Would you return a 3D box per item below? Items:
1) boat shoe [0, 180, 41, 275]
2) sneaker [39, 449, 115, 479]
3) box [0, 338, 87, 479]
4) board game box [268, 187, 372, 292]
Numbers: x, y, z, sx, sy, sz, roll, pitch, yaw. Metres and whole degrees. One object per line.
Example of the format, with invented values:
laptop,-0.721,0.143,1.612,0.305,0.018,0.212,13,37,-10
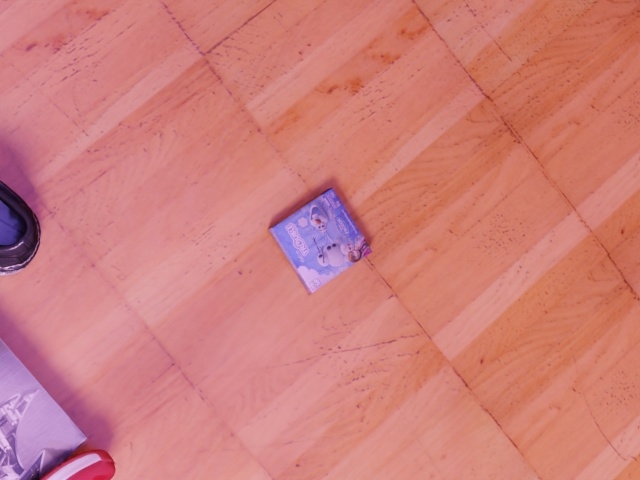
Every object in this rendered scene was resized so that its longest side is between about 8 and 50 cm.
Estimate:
boat shoe,-0.444,-0.069,1.548,0.340,0.113,0.127,35,77,-12
sneaker,-0.277,0.331,1.558,0.221,0.087,0.128,-42,69,-14
box,-0.392,0.186,1.576,0.183,0.056,0.231,-41,98,-15
board game box,0.000,0.000,1.726,0.090,0.020,0.090,-35,96,-15
